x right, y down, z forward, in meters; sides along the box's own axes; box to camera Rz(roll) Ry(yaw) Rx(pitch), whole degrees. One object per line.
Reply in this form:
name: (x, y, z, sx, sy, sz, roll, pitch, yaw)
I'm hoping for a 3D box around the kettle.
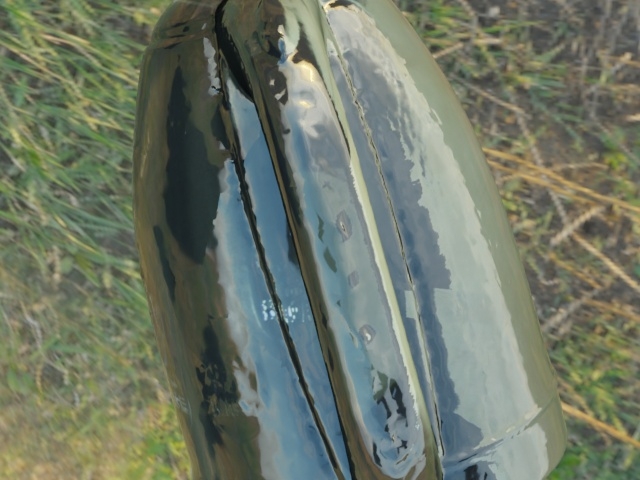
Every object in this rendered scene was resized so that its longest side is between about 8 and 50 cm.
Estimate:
kettle: (0.000, 0.000, 0.713, 0.228, 0.321, 0.324, -16, 100, 1)
